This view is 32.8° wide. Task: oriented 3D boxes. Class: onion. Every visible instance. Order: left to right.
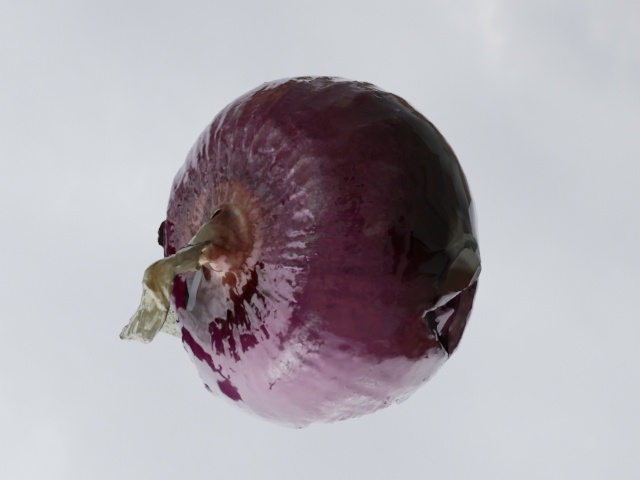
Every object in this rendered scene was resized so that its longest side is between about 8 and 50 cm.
[{"bbox_3d":[0.009,0.004,0.652,0.200,0.200,0.207,26,-127,-17],"label":"onion"}]

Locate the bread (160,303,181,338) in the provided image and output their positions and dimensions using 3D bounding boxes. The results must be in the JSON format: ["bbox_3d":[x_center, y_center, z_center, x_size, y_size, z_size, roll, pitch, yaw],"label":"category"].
[{"bbox_3d":[-0.098,0.051,1.138,0.065,0.188,0.149,51,-149,6],"label":"bread"}]
